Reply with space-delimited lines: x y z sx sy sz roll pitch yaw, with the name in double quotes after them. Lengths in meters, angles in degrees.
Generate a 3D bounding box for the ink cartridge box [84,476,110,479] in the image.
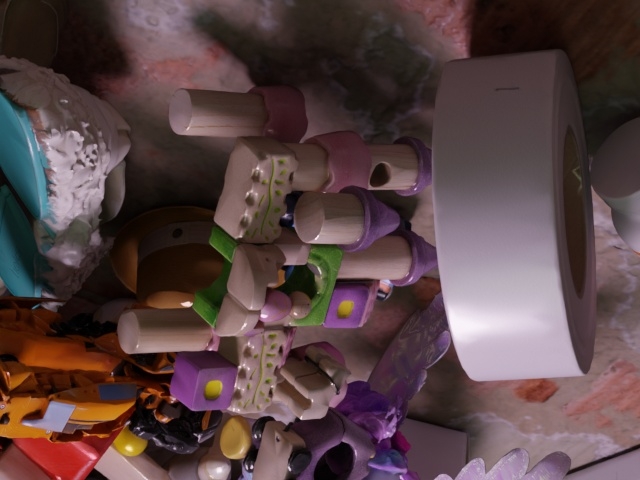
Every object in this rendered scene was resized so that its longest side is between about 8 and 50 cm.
-0.243 0.372 2.055 0.283 0.117 0.207 2 -178 8 "ink cartridge box"

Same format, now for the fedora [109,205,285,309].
-0.132 0.045 1.721 0.194 0.079 0.194 5 142 4 "fedora"

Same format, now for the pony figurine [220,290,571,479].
0.043 0.258 1.702 0.363 0.303 0.351 5 135 -38 "pony figurine"

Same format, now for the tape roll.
0.173 -0.022 1.411 0.100 0.286 0.286 -4 141 16 "tape roll"

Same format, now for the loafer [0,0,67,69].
-0.262 -0.178 1.483 0.056 0.050 0.148 10 144 -6 "loafer"

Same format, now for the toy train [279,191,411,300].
0.000 0.000 1.636 0.184 0.080 0.105 24 122 -12 "toy train"

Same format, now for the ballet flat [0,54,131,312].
-0.245 -0.068 1.540 0.147 0.147 0.409 13 154 -5 "ballet flat"

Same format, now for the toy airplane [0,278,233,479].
-0.276 0.182 1.818 0.384 0.272 0.386 32 167 36 "toy airplane"

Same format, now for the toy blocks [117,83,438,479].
0.017 0.039 1.469 0.260 0.309 0.288 1 113 -37 "toy blocks"

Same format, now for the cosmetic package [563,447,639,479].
0.386 0.493 1.989 0.327 0.329 0.393 35 135 -31 "cosmetic package"

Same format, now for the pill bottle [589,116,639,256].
0.347 -0.018 1.513 0.121 0.121 0.216 -25 131 35 "pill bottle"

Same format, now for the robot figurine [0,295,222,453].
-0.221 0.121 1.555 0.291 0.211 0.085 4 121 -46 "robot figurine"

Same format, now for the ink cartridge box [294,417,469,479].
0.043 0.330 2.015 0.211 0.121 0.289 14 142 -8 "ink cartridge box"
